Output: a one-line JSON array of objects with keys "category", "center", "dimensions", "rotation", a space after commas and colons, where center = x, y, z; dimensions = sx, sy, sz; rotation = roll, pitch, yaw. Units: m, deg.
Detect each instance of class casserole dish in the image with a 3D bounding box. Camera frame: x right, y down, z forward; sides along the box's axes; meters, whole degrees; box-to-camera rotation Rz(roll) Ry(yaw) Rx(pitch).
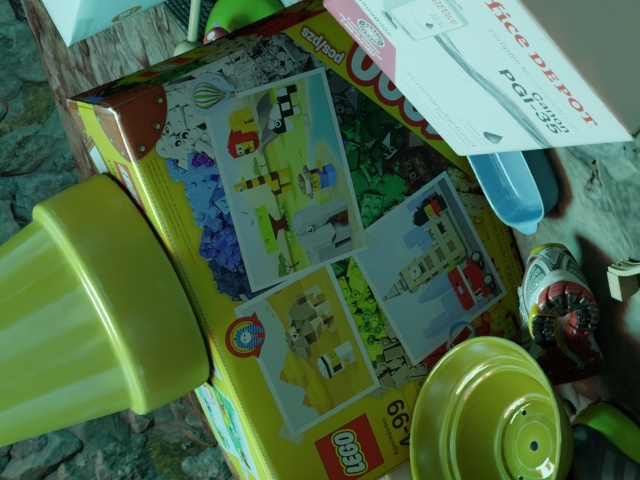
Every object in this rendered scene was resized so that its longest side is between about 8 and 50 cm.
[{"category": "casserole dish", "center": [0.188, -0.098, 1.235], "dimensions": [0.188, 0.037, 0.114], "rotation": [63, 162, -4]}]

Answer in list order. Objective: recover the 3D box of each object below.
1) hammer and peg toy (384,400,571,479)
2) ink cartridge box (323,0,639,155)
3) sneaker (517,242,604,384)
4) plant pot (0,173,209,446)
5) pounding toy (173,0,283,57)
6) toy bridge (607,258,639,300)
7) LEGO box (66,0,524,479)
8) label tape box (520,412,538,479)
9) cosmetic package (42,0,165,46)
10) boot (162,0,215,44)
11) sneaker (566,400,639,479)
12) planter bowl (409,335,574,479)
[{"category": "hammer and peg toy", "center": [0.232, 0.365, 1.397], "dimensions": [0.361, 0.266, 0.127], "rotation": [60, -174, -11]}, {"category": "ink cartridge box", "center": [0.151, -0.184, 0.994], "dimensions": [0.207, 0.117, 0.283], "rotation": [46, 166, -16]}, {"category": "sneaker", "center": [0.253, 0.084, 1.274], "dimensions": [0.225, 0.088, 0.092], "rotation": [82, -179, -55]}, {"category": "plant pot", "center": [-0.280, 0.093, 1.261], "dimensions": [0.254, 0.239, 0.254], "rotation": [52, 160, 28]}, {"category": "pounding toy", "center": [-0.145, -0.269, 1.685], "dimensions": [0.237, 0.110, 0.183], "rotation": [35, 131, 35]}, {"category": "toy bridge", "center": [0.327, 0.050, 1.078], "dimensions": [0.188, 0.026, 0.063], "rotation": [31, 143, 58]}, {"category": "LEGO box", "center": [0.000, 0.000, 1.348], "dimensions": [0.193, 0.372, 0.500], "rotation": [21, 136, 64]}, {"category": "label tape box", "center": [0.226, 0.372, 1.677], "dimensions": [0.249, 0.115, 0.348], "rotation": [63, 161, 1]}, {"category": "cosmetic package", "center": [-0.191, -0.383, 1.472], "dimensions": [0.097, 0.284, 0.377], "rotation": [63, 163, -1]}, {"category": "boot", "center": [-0.196, -0.331, 1.901], "dimensions": [0.246, 0.083, 0.161], "rotation": [62, 168, 6]}, {"category": "sneaker", "center": [0.334, 0.284, 1.237], "dimensions": [0.300, 0.121, 0.111], "rotation": [35, 148, 55]}, {"category": "planter bowl", "center": [0.198, 0.212, 1.258], "dimensions": [0.217, 0.090, 0.217], "rotation": [-19, 66, 50]}]
